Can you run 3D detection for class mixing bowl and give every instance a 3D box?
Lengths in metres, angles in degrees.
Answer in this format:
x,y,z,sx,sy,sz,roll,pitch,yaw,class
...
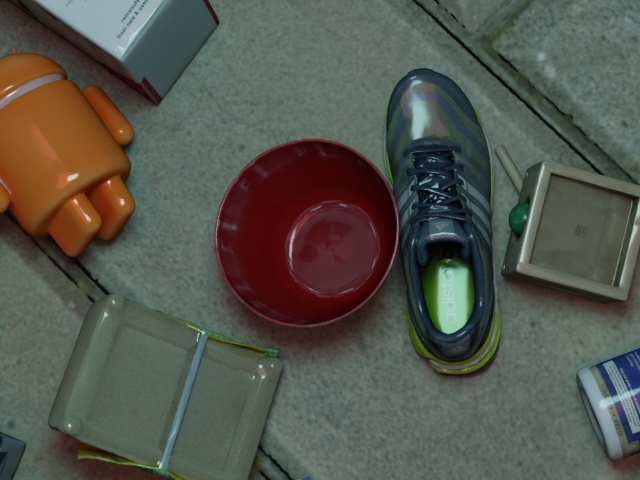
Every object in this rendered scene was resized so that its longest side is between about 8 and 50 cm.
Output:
x,y,z,sx,sy,sz,roll,pitch,yaw,class
0.000,0.000,1.614,0.181,0.098,0.181,-3,79,17,mixing bowl

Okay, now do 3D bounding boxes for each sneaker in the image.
x,y,z,sx,sy,sz,roll,pitch,yaw,class
0.121,-0.023,1.604,0.111,0.121,0.300,-10,81,3,sneaker

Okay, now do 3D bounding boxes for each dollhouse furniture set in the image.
x,y,z,sx,sy,sz,roll,pitch,yaw,class
-0.184,0.226,1.626,0.197,0.151,0.301,23,66,-13,dollhouse furniture set

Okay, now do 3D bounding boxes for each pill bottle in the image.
x,y,z,sx,sy,sz,roll,pitch,yaw,class
0.335,0.136,1.578,0.169,0.094,0.094,-21,81,2,pill bottle

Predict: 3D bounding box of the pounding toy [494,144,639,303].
x,y,z,sx,sy,sz,roll,pitch,yaw,class
0.231,-0.019,1.618,0.141,0.100,0.130,15,84,-4,pounding toy

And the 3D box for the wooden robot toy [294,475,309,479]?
x,y,z,sx,sy,sz,roll,pitch,yaw,class
0.004,0.267,1.596,0.173,0.079,0.076,23,85,7,wooden robot toy

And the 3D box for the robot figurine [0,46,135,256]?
x,y,z,sx,sy,sz,roll,pitch,yaw,class
-0.272,-0.093,1.645,0.158,0.128,0.219,-37,82,2,robot figurine

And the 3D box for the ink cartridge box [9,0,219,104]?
x,y,z,sx,sy,sz,roll,pitch,yaw,class
-0.250,-0.270,1.630,0.273,0.197,0.114,36,86,9,ink cartridge box

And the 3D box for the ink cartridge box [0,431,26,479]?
x,y,z,sx,sy,sz,roll,pitch,yaw,class
-0.374,0.196,1.580,0.139,0.191,0.082,21,83,7,ink cartridge box
